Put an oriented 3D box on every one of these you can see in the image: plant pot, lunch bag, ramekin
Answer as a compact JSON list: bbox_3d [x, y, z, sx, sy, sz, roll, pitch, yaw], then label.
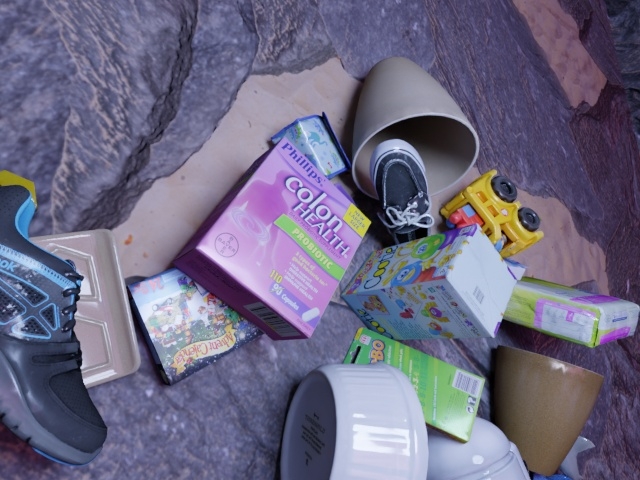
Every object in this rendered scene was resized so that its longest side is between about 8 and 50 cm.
[{"bbox_3d":[0.180,-0.270,0.923,0.256,0.256,0.274,17,51,-32],"label":"plant pot"},{"bbox_3d":[0.525,0.414,1.014,0.237,0.237,0.254,25,77,-29],"label":"plant pot"},{"bbox_3d":[-0.004,-0.183,0.848,0.151,0.096,0.129,-35,100,-55],"label":"lunch bag"},{"bbox_3d":[0.034,0.320,0.651,0.127,0.273,0.273,17,69,-19],"label":"ramekin"}]

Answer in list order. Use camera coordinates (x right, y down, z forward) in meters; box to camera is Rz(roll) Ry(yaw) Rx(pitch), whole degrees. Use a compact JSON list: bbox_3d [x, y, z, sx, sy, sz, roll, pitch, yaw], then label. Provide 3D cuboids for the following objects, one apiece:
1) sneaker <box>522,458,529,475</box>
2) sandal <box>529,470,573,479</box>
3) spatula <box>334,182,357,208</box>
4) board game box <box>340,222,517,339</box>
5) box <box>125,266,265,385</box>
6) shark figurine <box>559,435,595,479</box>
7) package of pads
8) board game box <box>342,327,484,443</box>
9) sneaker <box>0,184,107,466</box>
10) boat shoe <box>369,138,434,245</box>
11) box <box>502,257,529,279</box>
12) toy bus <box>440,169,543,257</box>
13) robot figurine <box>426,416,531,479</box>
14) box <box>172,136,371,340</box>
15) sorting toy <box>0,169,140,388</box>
[{"bbox_3d":[0.380,0.578,0.917,0.083,0.118,0.222,32,62,-26],"label":"sneaker"},{"bbox_3d":[0.524,0.615,1.015,0.317,0.126,0.138,6,72,-36],"label":"sandal"},{"bbox_3d":[0.000,0.000,0.839,0.084,0.030,0.296,47,56,-20],"label":"spatula"},{"bbox_3d":[0.197,0.091,0.806,0.144,0.275,0.142,50,55,-15],"label":"board game box"},{"bbox_3d":[-0.171,0.103,0.682,0.233,0.044,0.159,-24,93,-37],"label":"box"},{"bbox_3d":[0.673,0.565,1.112,0.166,0.116,0.278,-25,88,-60],"label":"shark figurine"},{"bbox_3d":[0.592,0.170,1.064,0.229,0.296,0.101,2,98,-36],"label":"package of pads"},{"bbox_3d":[0.172,0.273,0.814,0.259,0.039,0.124,22,59,14],"label":"board game box"},{"bbox_3d":[-0.325,0.093,0.477,0.139,0.125,0.341,-32,98,-34],"label":"sneaker"},{"bbox_3d":[0.174,-0.058,0.861,0.105,0.113,0.306,-93,170,-47],"label":"boat shoe"},{"bbox_3d":[0.449,0.061,1.101,0.178,0.109,0.042,8,107,-34],"label":"box"},{"bbox_3d":[0.412,-0.040,1.051,0.211,0.149,0.220,-27,77,-36],"label":"toy bus"},{"bbox_3d":[0.304,0.500,0.808,0.299,0.200,0.354,-7,68,-36],"label":"robot figurine"},{"bbox_3d":[-0.067,0.001,0.681,0.213,0.117,0.243,43,57,-19],"label":"box"},{"bbox_3d":[-0.386,0.056,0.547,0.229,0.041,0.307,-11,85,-33],"label":"sorting toy"}]
